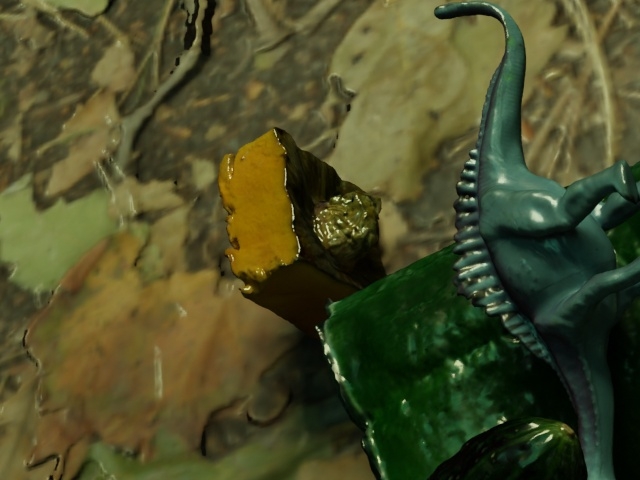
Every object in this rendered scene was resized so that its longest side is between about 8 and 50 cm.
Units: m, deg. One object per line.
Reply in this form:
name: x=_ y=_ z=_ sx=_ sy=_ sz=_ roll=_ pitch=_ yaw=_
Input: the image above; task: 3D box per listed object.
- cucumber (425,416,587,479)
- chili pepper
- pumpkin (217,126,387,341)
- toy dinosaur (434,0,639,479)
cucumber: x=0.027 y=0.121 z=0.671 sx=0.052 sy=0.058 sz=0.215 roll=-35 pitch=-8 yaw=-47
chili pepper: x=0.134 y=0.015 z=0.706 sx=0.270 sy=0.099 sz=0.136 roll=-31 pitch=39 yaw=16
pumpkin: x=0.000 y=0.000 z=0.813 sx=0.054 sy=0.083 sz=0.074 roll=-29 pitch=53 yaw=20
toy dinosaur: x=0.082 y=0.001 z=0.660 sx=0.080 sy=0.045 sz=0.197 roll=-27 pitch=73 yaw=34
